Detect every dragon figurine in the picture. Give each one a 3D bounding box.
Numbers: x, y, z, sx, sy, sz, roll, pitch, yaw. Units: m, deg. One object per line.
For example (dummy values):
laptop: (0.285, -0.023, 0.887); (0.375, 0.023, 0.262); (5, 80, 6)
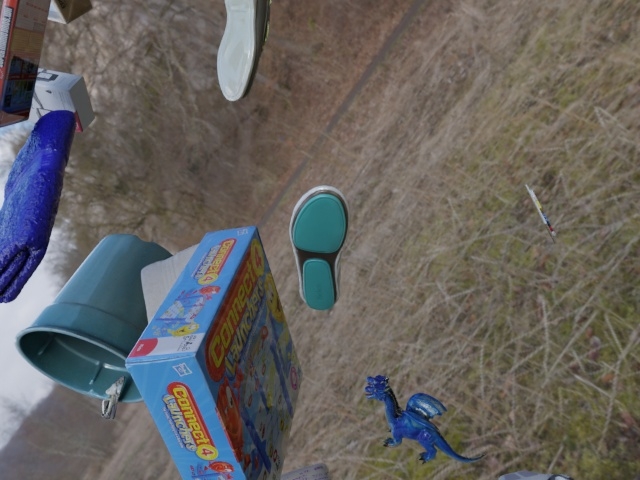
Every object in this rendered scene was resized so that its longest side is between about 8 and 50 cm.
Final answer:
dragon figurine: (0.217, 0.392, 1.218); (0.085, 0.289, 0.144); (-39, -39, -55)

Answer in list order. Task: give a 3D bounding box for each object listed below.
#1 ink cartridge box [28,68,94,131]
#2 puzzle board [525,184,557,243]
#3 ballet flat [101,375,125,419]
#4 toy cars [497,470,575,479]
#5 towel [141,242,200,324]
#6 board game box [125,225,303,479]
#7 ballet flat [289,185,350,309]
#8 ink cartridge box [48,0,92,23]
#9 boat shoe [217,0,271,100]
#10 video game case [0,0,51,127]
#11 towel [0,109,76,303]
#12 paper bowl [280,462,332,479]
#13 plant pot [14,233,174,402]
ink cartridge box: (-0.582, -0.306, 1.217); (0.109, 0.150, 0.063); (94, -171, -48)
puzzle board: (0.461, -0.055, 1.171); (0.011, 0.128, 0.096); (-26, 60, 20)
ballet flat: (-0.528, 0.398, 1.431); (0.041, 0.041, 0.114); (160, 126, -80)
toy cars: (0.196, 0.432, 0.780); (0.393, 0.176, 0.087); (-36, 34, -12)
towel: (-0.299, 0.158, 1.263); (0.187, 0.282, 0.049); (-22, -22, 15)
board game box: (-0.122, 0.183, 0.801); (0.308, 0.086, 0.302); (-76, -25, -60)
ballet flat: (0.000, 0.000, 1.355); (0.400, 0.139, 0.139); (91, -161, -44)
ink cartridge box: (-0.653, -0.628, 1.275); (0.088, 0.193, 0.235); (-51, -34, -28)
boat shoe: (-0.170, -0.476, 1.312); (0.091, 0.109, 0.305); (-9, -73, -58)
video game case: (-0.528, -0.346, 0.996); (0.204, 0.025, 0.285); (-128, 53, -70)
towel: (-0.520, -0.066, 0.993); (0.227, 0.076, 0.308); (-40, 43, 37)
paper bowl: (-0.095, 0.519, 1.001); (0.284, 0.284, 0.148); (-51, 53, 45)
plant pot: (-0.523, 0.185, 1.443); (0.341, 0.341, 0.334); (-50, 17, 47)
